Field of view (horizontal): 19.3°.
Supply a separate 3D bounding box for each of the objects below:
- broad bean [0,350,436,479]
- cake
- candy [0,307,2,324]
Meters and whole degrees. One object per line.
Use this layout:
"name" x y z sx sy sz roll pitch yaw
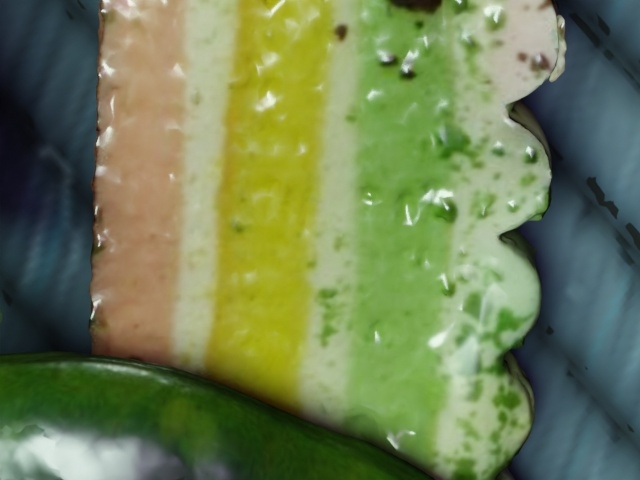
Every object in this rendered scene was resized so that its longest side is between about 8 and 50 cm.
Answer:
"broad bean" -0.026 0.104 0.428 0.292 0.049 0.144 40 90 -7
"cake" 0.000 -0.007 0.467 0.109 0.090 0.225 2 110 -2
"candy" -0.275 -0.042 0.397 0.398 0.172 0.263 -19 85 5
